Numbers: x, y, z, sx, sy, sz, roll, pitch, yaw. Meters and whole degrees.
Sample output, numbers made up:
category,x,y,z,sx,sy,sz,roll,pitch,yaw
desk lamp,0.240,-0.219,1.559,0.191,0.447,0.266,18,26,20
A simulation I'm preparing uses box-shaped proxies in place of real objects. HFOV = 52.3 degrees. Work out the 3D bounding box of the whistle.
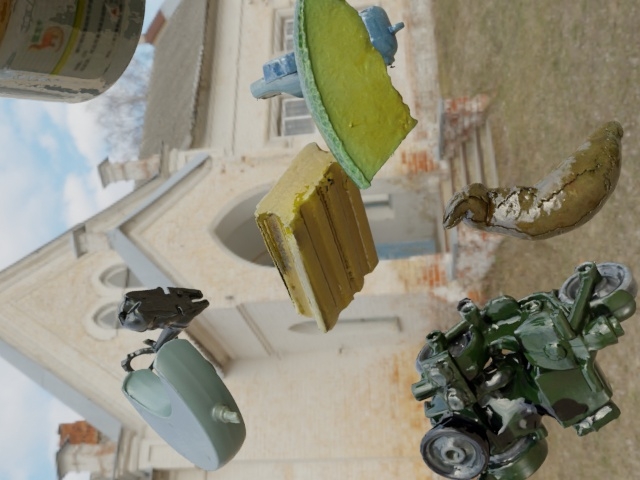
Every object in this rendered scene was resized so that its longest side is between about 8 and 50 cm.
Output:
category,x,y,z,sx,sy,sz,roll,pitch,yaw
whistle,0.007,-0.276,0.998,0.180,0.269,0.093,-38,-69,-61

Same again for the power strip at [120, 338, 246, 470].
category,x,y,z,sx,sy,sz,roll,pitch,yaw
power strip,-0.161,0.206,0.801,0.167,0.253,0.054,51,-123,-4

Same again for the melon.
category,x,y,z,sx,sy,sz,roll,pitch,yaw
melon,0.031,-0.182,0.713,0.053,0.114,0.261,-90,-20,-66

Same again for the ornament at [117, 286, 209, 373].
category,x,y,z,sx,sy,sz,roll,pitch,yaw
ornament,-0.341,0.201,1.265,0.080,0.236,0.202,47,-155,27

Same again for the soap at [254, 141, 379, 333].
category,x,y,z,sx,sy,sz,roll,pitch,yaw
soap,0.000,0.000,1.208,0.204,0.096,0.324,-53,-35,-29

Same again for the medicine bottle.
category,x,y,z,sx,sy,sz,roll,pitch,yaw
medicine bottle,-0.339,-0.264,0.662,0.232,0.238,0.237,-16,-78,-60

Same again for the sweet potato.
category,x,y,z,sx,sy,sz,roll,pitch,yaw
sweet potato,0.319,-0.064,0.919,0.124,0.310,0.098,63,178,18

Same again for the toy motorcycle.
category,x,y,z,sx,sy,sz,roll,pitch,yaw
toy motorcycle,0.220,0.150,0.680,0.205,0.275,0.127,56,-159,-16
